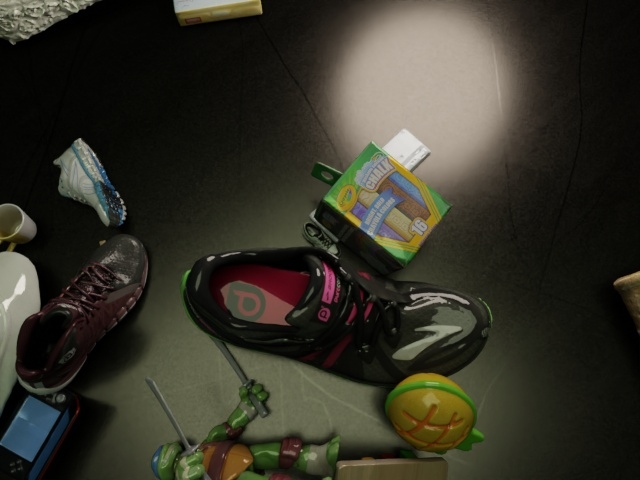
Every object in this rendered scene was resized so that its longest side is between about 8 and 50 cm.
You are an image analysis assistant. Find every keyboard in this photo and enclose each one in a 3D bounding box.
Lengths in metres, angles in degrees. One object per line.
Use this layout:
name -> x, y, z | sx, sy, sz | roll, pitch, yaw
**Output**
keyboard -> 0.094, -0.106, 0.910 | 0.256, 0.014, 0.072 | -43, 73, -13

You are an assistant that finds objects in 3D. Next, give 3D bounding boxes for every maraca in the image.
maraca -> 0.168, 0.263, 0.724 | 0.127, 0.185, 0.099 | -17, 35, 24

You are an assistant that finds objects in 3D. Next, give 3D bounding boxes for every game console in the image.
game console -> -0.434, 0.293, 0.744 | 0.124, 0.085, 0.144 | 25, 74, 6

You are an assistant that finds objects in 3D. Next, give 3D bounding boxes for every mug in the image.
mug -> -0.529, -0.019, 0.847 | 0.078, 0.064, 0.062 | -37, 78, -10

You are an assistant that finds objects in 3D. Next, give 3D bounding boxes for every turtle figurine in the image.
turtle figurine -> -0.107, 0.274, 0.694 | 0.266, 0.198, 0.274 | 10, 76, 7

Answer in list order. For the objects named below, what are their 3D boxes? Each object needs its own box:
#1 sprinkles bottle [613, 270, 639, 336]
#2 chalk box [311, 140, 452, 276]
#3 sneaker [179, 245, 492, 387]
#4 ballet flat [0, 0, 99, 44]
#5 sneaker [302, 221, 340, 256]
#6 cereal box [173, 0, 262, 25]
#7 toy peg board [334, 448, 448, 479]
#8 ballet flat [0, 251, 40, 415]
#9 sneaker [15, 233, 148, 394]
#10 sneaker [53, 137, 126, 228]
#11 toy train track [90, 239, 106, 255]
sprinkles bottle -> 0.594, 0.206, 0.763 | 0.121, 0.121, 0.355 | -17, 74, -6
chalk box -> 0.078, -0.062, 0.819 | 0.213, 0.132, 0.132 | 41, 78, 1
sneaker -> 0.024, 0.115, 0.738 | 0.483, 0.202, 0.185 | 6, 74, -2
ballet flat -> -0.475, -0.523, 0.944 | 0.409, 0.147, 0.147 | -35, 77, -4
sneaker -> 0.000, 0.000, 0.863 | 0.083, 0.037, 0.032 | 38, 75, 8
cereal box -> -0.224, -0.565, 1.025 | 0.173, 0.047, 0.240 | -10, 74, -3
toy peg board -> 0.082, 0.375, 0.697 | 0.161, 0.079, 0.161 | 5, 90, -16
ballet flat -> -0.531, 0.205, 0.729 | 0.139, 0.139, 0.400 | 12, 79, 3
sneaker -> -0.351, 0.094, 0.745 | 0.106, 0.162, 0.281 | 27, 64, -8
sneaker -> -0.412, -0.087, 0.874 | 0.083, 0.071, 0.190 | -33, 68, -4
toy train track -> -0.367, 0.041, 0.859 | 0.048, 0.014, 0.083 | -16, 80, -13
